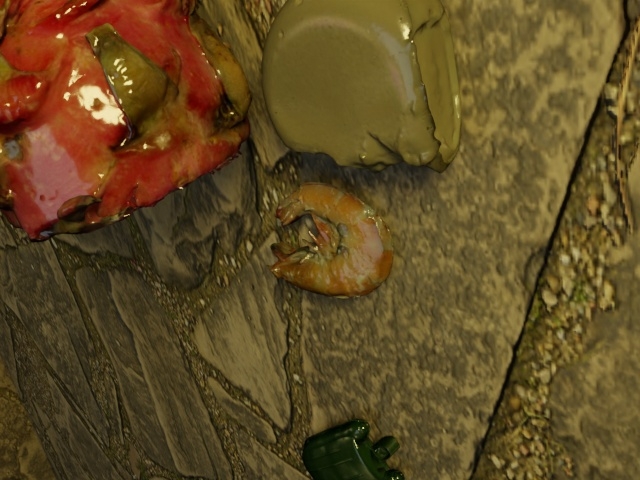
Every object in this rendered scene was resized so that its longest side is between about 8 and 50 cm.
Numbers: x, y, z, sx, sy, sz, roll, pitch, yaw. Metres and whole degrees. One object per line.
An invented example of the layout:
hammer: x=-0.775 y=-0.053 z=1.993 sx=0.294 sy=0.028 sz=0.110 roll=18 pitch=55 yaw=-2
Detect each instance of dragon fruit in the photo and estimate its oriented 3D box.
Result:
dragon fruit: x=-0.227 y=-0.178 z=0.637 sx=0.314 sy=0.296 sz=0.263 roll=19 pitch=132 yaw=56

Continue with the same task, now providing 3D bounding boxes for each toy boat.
toy boat: x=0.033 y=0.297 z=0.875 sx=0.104 sy=0.052 sz=0.210 roll=52 pitch=142 yaw=4

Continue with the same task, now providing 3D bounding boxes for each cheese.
cheese: x=0.027 y=-0.140 z=0.563 sx=0.202 sy=0.091 sz=0.175 roll=2 pitch=116 yaw=48

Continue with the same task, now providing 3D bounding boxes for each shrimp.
shrimp: x=0.003 y=0.000 z=0.722 sx=0.187 sy=0.052 sz=0.132 roll=-8 pitch=96 yaw=41
